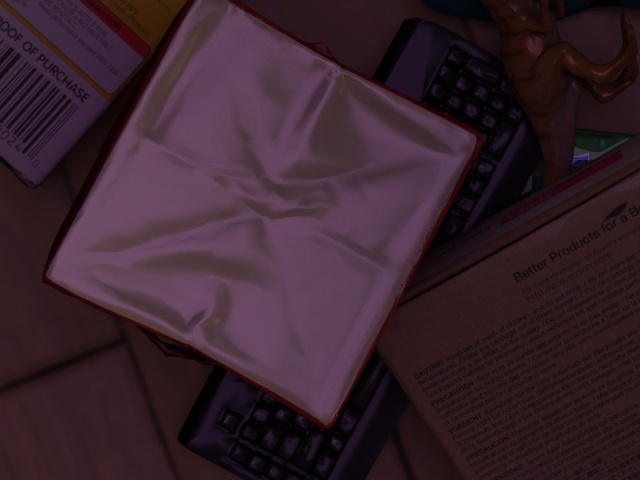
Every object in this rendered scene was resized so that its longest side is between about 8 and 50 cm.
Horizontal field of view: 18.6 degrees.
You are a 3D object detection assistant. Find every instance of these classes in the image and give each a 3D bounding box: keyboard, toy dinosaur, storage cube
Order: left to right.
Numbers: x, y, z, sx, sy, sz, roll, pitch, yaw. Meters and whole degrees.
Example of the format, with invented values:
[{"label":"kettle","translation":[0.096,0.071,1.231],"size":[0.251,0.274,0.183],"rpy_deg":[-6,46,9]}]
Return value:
[{"label":"storage cube","translation":[-0.040,-0.024,1.139],"size":[0.184,0.193,0.215],"rpy_deg":[29,89,-7]},{"label":"keyboard","translation":[0.000,0.000,1.257],"size":[0.201,0.033,0.317],"rpy_deg":[28,87,0]},{"label":"toy dinosaur","translation":[0.148,-0.097,1.239],"size":[0.112,0.064,0.211],"rpy_deg":[-15,101,6]}]

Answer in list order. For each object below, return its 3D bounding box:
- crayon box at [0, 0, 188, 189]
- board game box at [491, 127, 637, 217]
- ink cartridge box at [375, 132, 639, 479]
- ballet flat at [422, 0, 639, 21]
[{"label":"crayon box","translation":[-0.152,-0.218,1.234],"size":[0.202,0.081,0.318],"rpy_deg":[43,88,-19]},{"label":"board game box","translation":[0.112,-0.013,1.288],"size":[0.260,0.030,0.136],"rpy_deg":[7,86,-1]},{"label":"ink cartridge box","translation":[0.173,0.060,1.197],"size":[0.235,0.088,0.193],"rpy_deg":[-29,101,12]},{"label":"ballet flat","translation":[0.182,-0.188,1.277],"size":[0.248,0.086,0.086],"rpy_deg":[2,88,-2]}]
